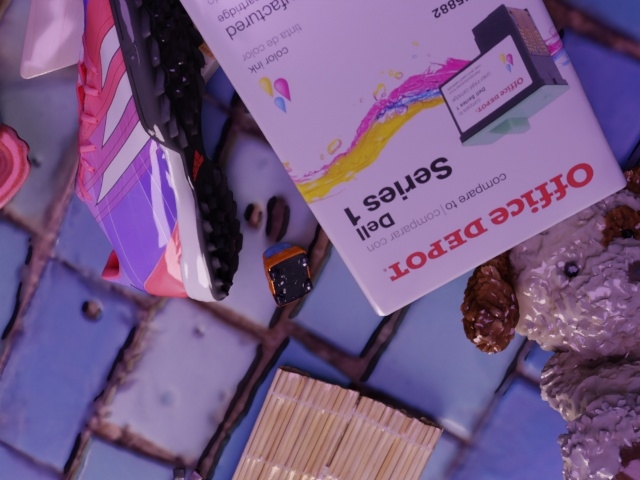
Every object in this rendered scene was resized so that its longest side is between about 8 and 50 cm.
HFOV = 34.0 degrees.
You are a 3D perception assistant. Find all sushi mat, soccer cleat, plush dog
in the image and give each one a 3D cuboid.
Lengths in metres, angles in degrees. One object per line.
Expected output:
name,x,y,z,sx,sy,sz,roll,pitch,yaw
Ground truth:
sushi mat,-0.021,0.266,0.932,0.151,0.019,0.317,23,108,0
soccer cleat,-0.141,-0.079,0.769,0.116,0.109,0.318,1,132,11
plush dog,0.230,0.059,0.778,0.262,0.210,0.225,-30,84,-12

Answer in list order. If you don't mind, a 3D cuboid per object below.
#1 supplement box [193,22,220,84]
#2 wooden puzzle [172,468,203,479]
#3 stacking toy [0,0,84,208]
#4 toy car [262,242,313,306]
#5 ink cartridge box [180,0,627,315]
supplement box,-0.100,-0.164,0.819,0.062,0.036,0.098,38,108,-1
wooden puzzle,-0.117,0.246,0.950,0.049,0.006,0.083,16,107,5
stacking toy,-0.326,-0.173,0.834,0.279,0.130,0.309,-38,104,1
toy car,0.000,0.000,0.859,0.122,0.060,0.040,-36,53,0
ink cartridge box,0.057,-0.117,0.721,0.201,0.117,0.278,-29,112,8
